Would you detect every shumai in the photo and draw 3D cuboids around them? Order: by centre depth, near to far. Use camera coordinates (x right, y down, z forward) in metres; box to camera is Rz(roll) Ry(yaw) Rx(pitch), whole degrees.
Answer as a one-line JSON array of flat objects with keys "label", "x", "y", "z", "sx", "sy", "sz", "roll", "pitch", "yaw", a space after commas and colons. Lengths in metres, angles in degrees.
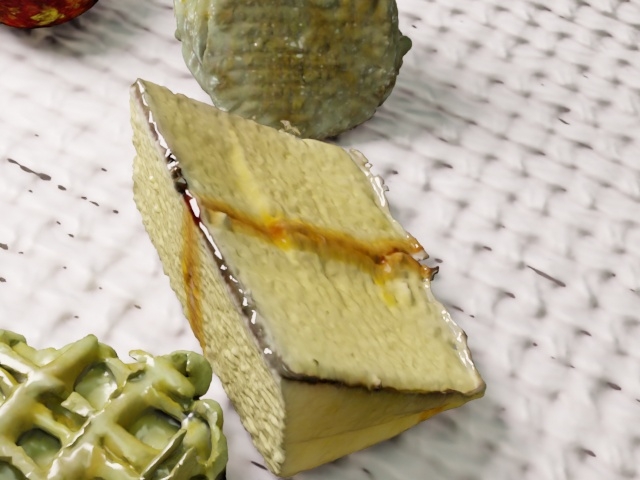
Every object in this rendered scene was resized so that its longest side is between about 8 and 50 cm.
[{"label": "shumai", "x": -0.024, "y": -0.172, "z": 0.762, "sx": 0.184, "sy": 0.184, "sz": 0.142, "roll": 6, "pitch": 24, "yaw": -5}]

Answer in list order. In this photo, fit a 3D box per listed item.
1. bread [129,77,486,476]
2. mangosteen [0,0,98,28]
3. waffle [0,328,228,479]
[{"label": "bread", "x": 0.000, "y": 0.000, "z": 0.609, "sx": 0.178, "sy": 0.135, "sz": 0.240, "roll": -17, "pitch": 56, "yaw": -20}, {"label": "mangosteen", "x": -0.247, "y": -0.245, "z": 0.743, "sx": 0.181, "sy": 0.145, "sz": 0.156, "roll": 22, "pitch": 56, "yaw": 7}, {"label": "waffle", "x": -0.176, "y": 0.178, "z": 0.488, "sx": 0.297, "sy": 0.073, "sz": 0.317, "roll": -3, "pitch": 54, "yaw": -12}]
